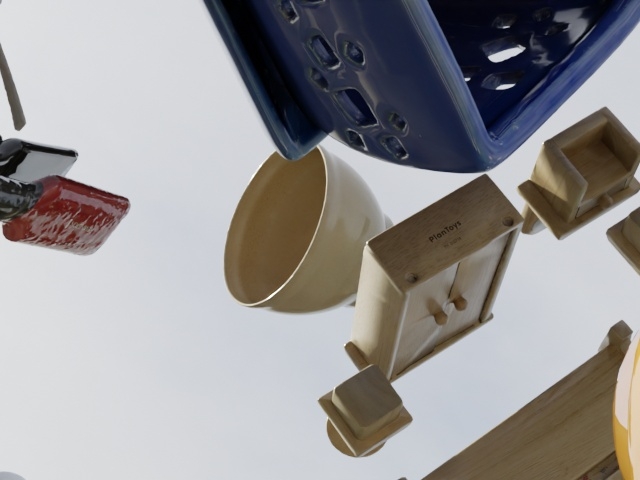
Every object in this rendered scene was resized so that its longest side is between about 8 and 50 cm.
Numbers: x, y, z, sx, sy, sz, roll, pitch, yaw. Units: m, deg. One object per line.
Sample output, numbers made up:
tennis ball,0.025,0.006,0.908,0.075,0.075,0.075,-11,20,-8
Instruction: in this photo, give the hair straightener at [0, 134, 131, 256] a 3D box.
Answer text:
hair straightener,-0.169,-0.036,0.622,0.089,0.047,0.230,43,12,13

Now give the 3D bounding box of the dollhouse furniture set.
dollhouse furniture set,0.181,0.139,0.945,0.355,0.303,0.174,52,-19,21

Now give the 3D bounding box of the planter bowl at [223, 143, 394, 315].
planter bowl,0.000,0.000,1.256,0.109,0.162,0.162,22,-27,-30

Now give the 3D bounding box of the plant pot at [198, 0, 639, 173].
plant pot,0.047,-0.190,0.899,0.212,0.236,0.236,-2,-57,45

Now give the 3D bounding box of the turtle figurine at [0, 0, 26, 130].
turtle figurine,-0.256,-0.280,1.035,0.274,0.198,0.266,37,-35,-10

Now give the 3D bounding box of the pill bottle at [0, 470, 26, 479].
pill bottle,-0.284,0.296,1.249,0.103,0.184,0.103,-11,-57,-17

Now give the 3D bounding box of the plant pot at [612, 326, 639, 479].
plant pot,0.185,0.062,0.451,0.205,0.205,0.188,20,-8,-4
